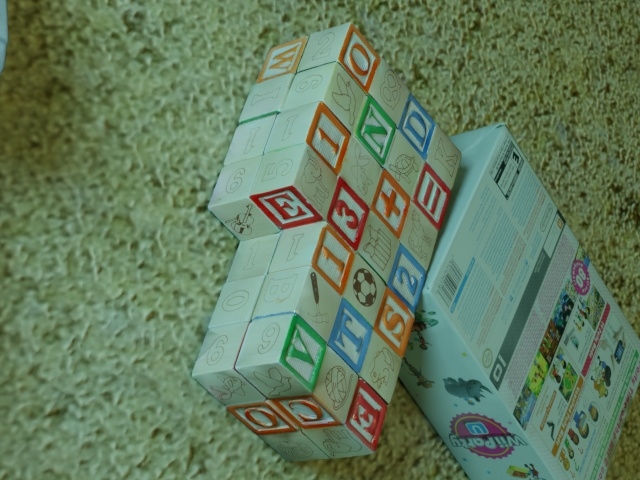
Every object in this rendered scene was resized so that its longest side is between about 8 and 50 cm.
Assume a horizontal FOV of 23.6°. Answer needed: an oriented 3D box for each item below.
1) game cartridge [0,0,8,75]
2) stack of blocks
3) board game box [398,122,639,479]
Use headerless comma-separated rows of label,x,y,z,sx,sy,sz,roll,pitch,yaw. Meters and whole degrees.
game cartridge,-0.271,-0.236,0.878,0.196,0.060,0.294,23,46,-43
stack of blocks,0.000,0.000,1.194,0.171,0.087,0.297,46,48,-35
board game box,0.170,0.083,1.384,0.303,0.097,0.224,54,44,-26
